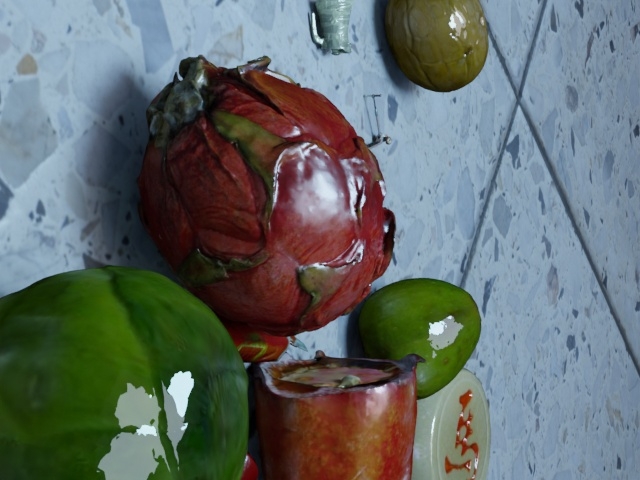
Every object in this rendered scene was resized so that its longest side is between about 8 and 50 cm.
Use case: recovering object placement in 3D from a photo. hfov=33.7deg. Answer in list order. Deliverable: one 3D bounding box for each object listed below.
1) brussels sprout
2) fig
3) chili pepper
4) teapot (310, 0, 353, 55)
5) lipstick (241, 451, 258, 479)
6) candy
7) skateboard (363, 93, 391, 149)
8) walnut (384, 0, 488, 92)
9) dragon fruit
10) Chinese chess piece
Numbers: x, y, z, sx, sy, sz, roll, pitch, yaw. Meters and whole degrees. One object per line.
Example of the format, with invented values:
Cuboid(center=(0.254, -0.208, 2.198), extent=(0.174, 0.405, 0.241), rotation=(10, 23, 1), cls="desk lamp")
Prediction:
Cuboid(center=(-0.197, 0.170, 0.962), extent=(0.354, 0.281, 0.289), rotation=(10, 63, -73), cls="brussels sprout")
Cuboid(center=(0.154, 0.143, 1.617), extent=(0.181, 0.191, 0.181), rotation=(63, 2, -4), cls="fig")
Cuboid(center=(0.011, 0.298, 1.388), extent=(0.251, 0.229, 0.306), rotation=(-80, 175, -78), cls="chili pepper")
Cuboid(center=(0.018, -0.311, 1.536), extent=(0.067, 0.057, 0.083), rotation=(-9, 103, -20), cls="teapot")
Cuboid(center=(-0.155, 0.336, 1.207), extent=(0.241, 0.080, 0.080), rotation=(-56, 134, -44), cls="lipstick")
Cuboid(center=(-0.105, 0.108, 1.291), extent=(0.292, 0.059, 0.086), rotation=(10, 43, -57), cls="candy")
Cuboid(center=(0.078, -0.184, 1.647), extent=(0.064, 0.032, 0.083), rotation=(-28, 115, -44), cls="skateboard")
Cuboid(center=(0.186, -0.339, 1.704), extent=(0.167, 0.167, 0.207), rotation=(-52, 129, -45), cls="walnut")
Cuboid(center=(-0.059, -0.042, 1.195), extent=(0.342, 0.277, 0.277), rotation=(40, 55, -38), cls="dragon fruit")
Cuboid(center=(0.190, 0.331, 1.734), extent=(0.273, 0.102, 0.273), rotation=(5, 84, -58), cls="Chinese chess piece")
